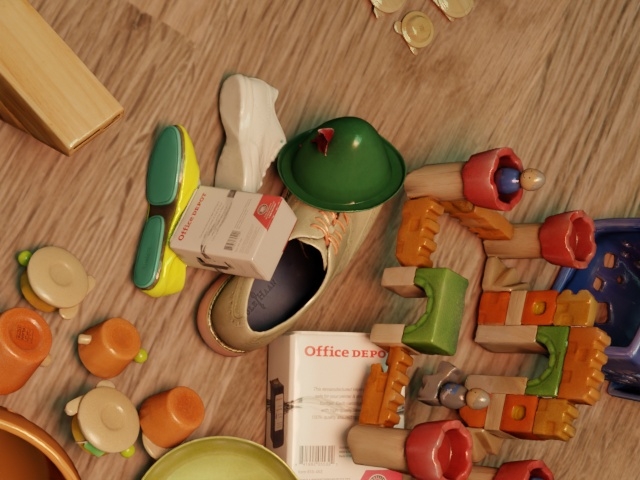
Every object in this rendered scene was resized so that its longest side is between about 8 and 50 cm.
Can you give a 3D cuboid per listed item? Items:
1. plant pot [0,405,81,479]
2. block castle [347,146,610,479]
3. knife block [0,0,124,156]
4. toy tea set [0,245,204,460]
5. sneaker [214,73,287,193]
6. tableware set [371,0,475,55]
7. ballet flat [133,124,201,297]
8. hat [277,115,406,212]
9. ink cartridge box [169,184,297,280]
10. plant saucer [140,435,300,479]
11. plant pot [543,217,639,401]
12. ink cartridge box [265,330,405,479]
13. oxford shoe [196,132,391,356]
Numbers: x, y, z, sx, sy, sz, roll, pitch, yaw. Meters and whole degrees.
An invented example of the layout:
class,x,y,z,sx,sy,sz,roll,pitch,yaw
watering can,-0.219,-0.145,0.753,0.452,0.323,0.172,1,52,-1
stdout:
class,x,y,z,sx,sy,sz,roll,pitch,yaw
plant pot,-0.413,0.309,1.443,0.290,0.203,0.291,-2,101,-11
block castle,0.236,0.133,1.684,0.303,0.212,0.453,32,65,-44
knife block,-0.383,-0.247,1.515,0.088,0.275,0.242,-41,131,-20
toy tea set,-0.309,0.179,1.595,0.336,0.124,0.200,47,41,-9
sneaker,-0.088,-0.119,1.717,0.094,0.080,0.212,8,83,-38
tableware set,0.148,-0.367,1.862,0.168,0.020,0.141,-44,104,-21
ballet flat,-0.195,-0.036,1.669,0.077,0.077,0.231,14,82,-43
hat,0.033,-0.153,1.625,0.173,0.208,0.184,-17,136,-17
ink cartridge box,-0.113,-0.010,1.614,0.056,0.135,0.099,54,53,-49
plant saucer,-0.129,0.372,1.606,0.240,0.037,0.241,0,85,-2
plant pot,0.492,0.118,1.858,0.212,0.236,0.236,37,73,-23
ink cartridge box,0.019,0.245,1.713,0.171,0.100,0.237,3,85,-23
oxford shoe,0.000,0.000,1.696,0.140,0.146,0.397,42,68,-16
